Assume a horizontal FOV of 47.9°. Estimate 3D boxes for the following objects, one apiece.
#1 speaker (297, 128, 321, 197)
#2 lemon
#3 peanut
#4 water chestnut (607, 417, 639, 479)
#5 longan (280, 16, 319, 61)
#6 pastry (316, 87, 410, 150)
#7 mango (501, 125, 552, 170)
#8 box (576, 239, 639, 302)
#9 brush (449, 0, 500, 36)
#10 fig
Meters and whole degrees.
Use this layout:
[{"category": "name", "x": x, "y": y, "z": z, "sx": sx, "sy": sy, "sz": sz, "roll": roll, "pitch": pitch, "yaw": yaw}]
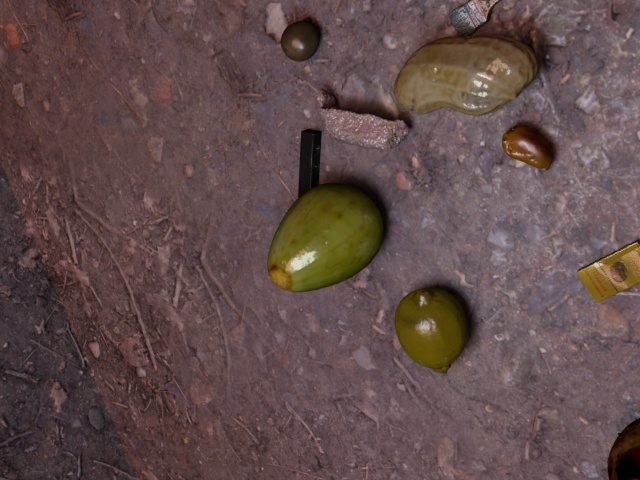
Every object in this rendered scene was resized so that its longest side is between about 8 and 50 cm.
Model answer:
[{"category": "speaker", "x": -0.031, "y": -0.207, "z": 1.974, "sx": 0.046, "sy": 0.040, "sz": 0.191, "roll": 18, "pitch": 118, "yaw": 31}, {"category": "lemon", "x": 0.285, "y": 0.226, "z": 1.837, "sx": 0.184, "sy": 0.184, "sz": 0.248, "roll": 1, "pitch": 118, "yaw": 35}, {"category": "peanut", "x": 0.315, "y": -0.372, "z": 1.605, "sx": 0.340, "sy": 0.158, "sz": 0.174, "roll": 13, "pitch": 144, "yaw": 35}, {"category": "water chestnut", "x": 0.787, "y": 0.538, "z": 1.526, "sx": 0.350, "sy": 0.302, "sz": 0.350, "roll": 14, "pitch": 113, "yaw": 35}, {"category": "longan", "x": -0.051, "y": -0.516, "z": 1.841, "sx": 0.106, "sy": 0.106, "sz": 0.119, "roll": -3, "pitch": 66, "yaw": 35}, {"category": "pastry", "x": 0.094, "y": -0.288, "z": 1.817, "sx": 0.265, "sy": 0.103, "sz": 0.112, "roll": 28, "pitch": 104, "yaw": 30}, {"category": "mango", "x": 0.468, "y": -0.209, "z": 1.615, "sx": 0.127, "sy": 0.063, "sz": 0.077, "roll": 37, "pitch": 120, "yaw": 12}, {"category": "box", "x": 0.664, "y": 0.070, "z": 1.611, "sx": 0.155, "sy": 0.023, "sz": 0.087, "roll": -35, "pitch": 83, "yaw": 38}, {"category": "brush", "x": 0.376, "y": -0.525, "z": 1.587, "sx": 0.196, "sy": 0.021, "sz": 0.070, "roll": -28, "pitch": 90, "yaw": 36}, {"category": "fig", "x": 0.000, "y": 0.000, "z": 1.862, "sx": 0.258, "sy": 0.326, "sz": 0.258, "roll": 44, "pitch": 157, "yaw": 24}]
